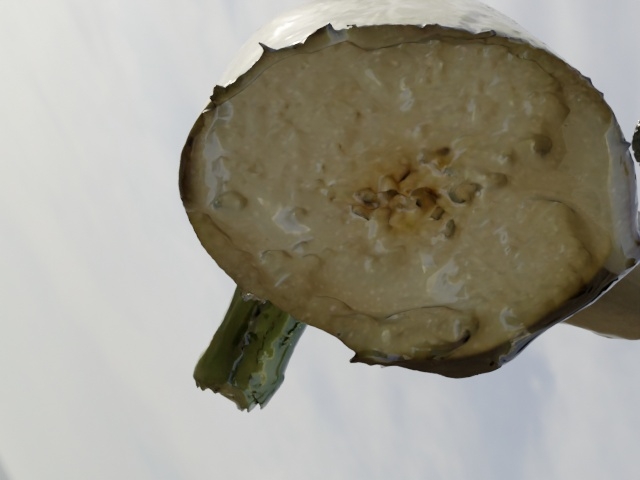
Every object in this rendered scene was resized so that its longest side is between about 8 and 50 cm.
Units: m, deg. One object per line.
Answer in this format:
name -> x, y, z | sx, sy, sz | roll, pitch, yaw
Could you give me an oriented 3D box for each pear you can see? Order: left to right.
pear -> 0.057, -0.069, 0.790 | 0.267, 0.267, 0.178 | 78, 14, -45

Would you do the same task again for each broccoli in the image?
broccoli -> 0.012, -0.004, 0.989 | 0.177, 0.275, 0.198 | 25, -15, -33

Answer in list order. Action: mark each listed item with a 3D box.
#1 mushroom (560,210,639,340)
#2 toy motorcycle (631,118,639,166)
mushroom -> 0.203, 0.009, 1.238 | 0.350, 0.128, 0.128 | 17, -26, 5
toy motorcycle -> 0.455, -0.122, 1.321 | 0.298, 0.089, 0.171 | -32, -81, 30
